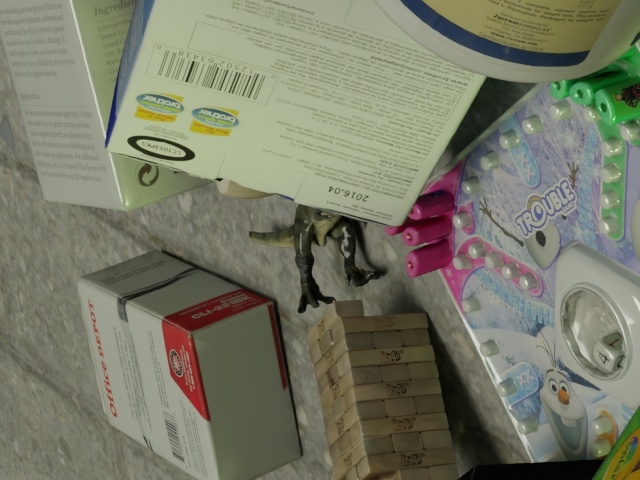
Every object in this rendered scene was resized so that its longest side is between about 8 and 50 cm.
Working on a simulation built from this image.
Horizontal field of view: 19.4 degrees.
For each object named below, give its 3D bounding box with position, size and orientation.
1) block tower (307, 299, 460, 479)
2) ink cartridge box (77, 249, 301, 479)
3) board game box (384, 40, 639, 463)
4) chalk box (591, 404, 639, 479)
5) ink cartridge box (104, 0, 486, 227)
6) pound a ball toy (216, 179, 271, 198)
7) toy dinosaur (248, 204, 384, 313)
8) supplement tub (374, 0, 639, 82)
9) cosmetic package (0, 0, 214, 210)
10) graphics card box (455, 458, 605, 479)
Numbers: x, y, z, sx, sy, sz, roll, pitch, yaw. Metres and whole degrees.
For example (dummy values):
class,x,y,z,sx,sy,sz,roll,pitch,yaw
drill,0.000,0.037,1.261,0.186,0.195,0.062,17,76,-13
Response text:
class,x,y,z,sx,sy,sz,roll,pitch,yaw
block tower,0.070,0.223,1.717,0.091,0.097,0.335,128,134,-59
ink cartridge box,-0.153,0.142,2.120,0.273,0.114,0.197,20,125,54
board game box,0.220,0.074,1.500,0.390,0.050,0.390,64,151,10
chalk box,0.283,0.133,1.072,0.179,0.180,0.289,41,148,-5
ink cartridge box,-0.014,-0.166,1.506,0.395,0.270,0.151,117,165,-51
pound a ball toy,-0.105,-0.200,1.801,0.208,0.135,0.319,-27,84,61
toy dinosaur,0.000,0.000,1.829,0.268,0.064,0.118,-43,64,62
supplement tub,0.165,-0.274,1.189,0.228,0.228,0.316,58,149,21
cosmetic package,-0.237,-0.272,1.956,0.230,0.161,0.453,9,115,59
graphics card box,0.245,0.355,1.519,0.233,0.094,0.371,-12,107,59
